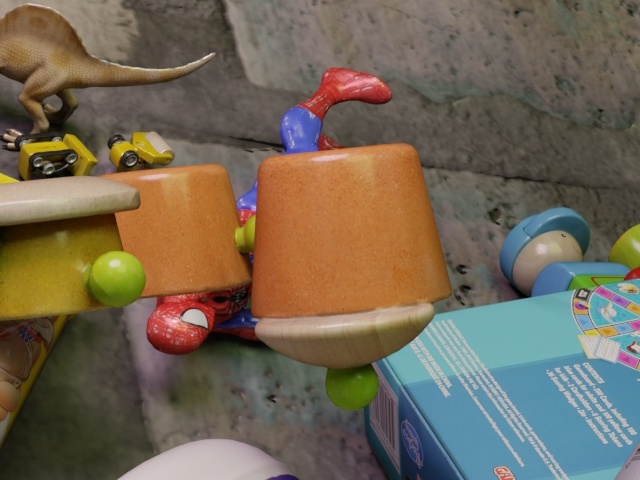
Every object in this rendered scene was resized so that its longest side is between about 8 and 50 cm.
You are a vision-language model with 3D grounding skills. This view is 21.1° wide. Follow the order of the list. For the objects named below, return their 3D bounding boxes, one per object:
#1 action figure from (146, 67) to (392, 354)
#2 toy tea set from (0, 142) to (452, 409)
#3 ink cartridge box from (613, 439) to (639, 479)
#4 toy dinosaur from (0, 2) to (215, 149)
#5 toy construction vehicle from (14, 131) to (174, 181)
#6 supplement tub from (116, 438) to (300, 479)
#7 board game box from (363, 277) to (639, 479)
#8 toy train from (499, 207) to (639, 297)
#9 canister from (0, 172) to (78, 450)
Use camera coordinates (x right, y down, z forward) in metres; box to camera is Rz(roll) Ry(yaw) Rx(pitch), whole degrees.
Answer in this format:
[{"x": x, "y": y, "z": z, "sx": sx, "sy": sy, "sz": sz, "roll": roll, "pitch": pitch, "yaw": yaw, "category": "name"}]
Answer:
[{"x": 0.000, "y": 0.000, "z": 1.015, "sx": 0.139, "sy": 0.091, "sz": 0.280, "roll": 22, "pitch": 36, "yaw": 16, "category": "action figure"}, {"x": -0.099, "y": 0.037, "z": 0.699, "sx": 0.200, "sy": 0.336, "sz": 0.124, "roll": -8, "pitch": 93, "yaw": -39, "category": "toy tea set"}, {"x": 0.215, "y": 0.174, "z": 0.723, "sx": 0.232, "sy": 0.066, "sz": 0.189, "roll": 35, "pitch": 76, "yaw": 1, "category": "ink cartridge box"}, {"x": -0.164, "y": -0.101, "z": 1.040, "sx": 0.183, "sy": 0.092, "sz": 0.053, "roll": 19, "pitch": 39, "yaw": -11, "category": "toy dinosaur"}, {"x": -0.126, "y": -0.032, "z": 1.038, "sx": 0.098, "sy": 0.035, "sz": 0.086, "roll": -10, "pitch": 41, "yaw": -40, "category": "toy construction vehicle"}, {"x": 0.011, "y": 0.258, "z": 0.613, "sx": 0.331, "sy": 0.241, "sz": 0.241, "roll": 39, "pitch": 39, "yaw": 15, "category": "supplement tub"}, {"x": 0.217, "y": 0.104, "z": 0.892, "sx": 0.336, "sy": 0.079, "sz": 0.254, "roll": -9, "pitch": 26, "yaw": -12, "category": "board game box"}, {"x": 0.246, "y": 0.040, "z": 1.125, "sx": 0.248, "sy": 0.105, "sz": 0.143, "roll": 0, "pitch": 32, "yaw": -30, "category": "toy train"}, {"x": -0.195, "y": 0.042, "z": 0.877, "sx": 0.126, "sy": 0.073, "sz": 0.170, "roll": 24, "pitch": 40, "yaw": -4, "category": "canister"}]
